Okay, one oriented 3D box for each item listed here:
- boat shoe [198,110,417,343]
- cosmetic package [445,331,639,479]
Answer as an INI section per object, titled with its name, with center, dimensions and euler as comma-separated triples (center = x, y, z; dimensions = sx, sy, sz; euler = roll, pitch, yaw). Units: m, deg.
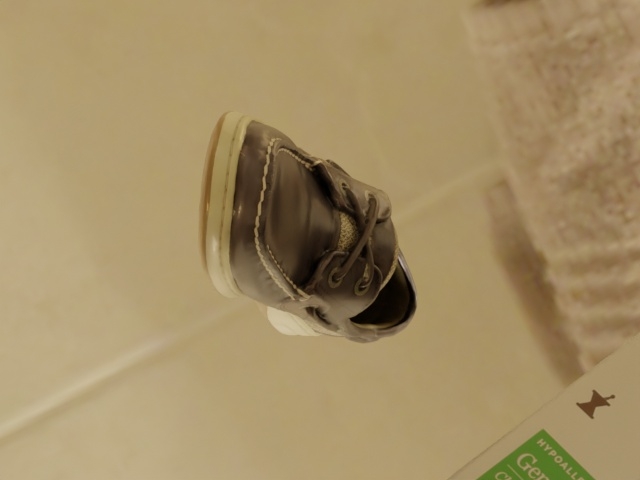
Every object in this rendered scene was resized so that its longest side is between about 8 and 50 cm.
[boat shoe]
center = 0.000, 0.000, 0.982
dimensions = 0.092, 0.103, 0.285
euler = 7, 165, 13
[cosmetic package]
center = 0.245, 0.145, 0.957
dimensions = 0.365, 0.197, 0.155
euler = -37, 145, -13
